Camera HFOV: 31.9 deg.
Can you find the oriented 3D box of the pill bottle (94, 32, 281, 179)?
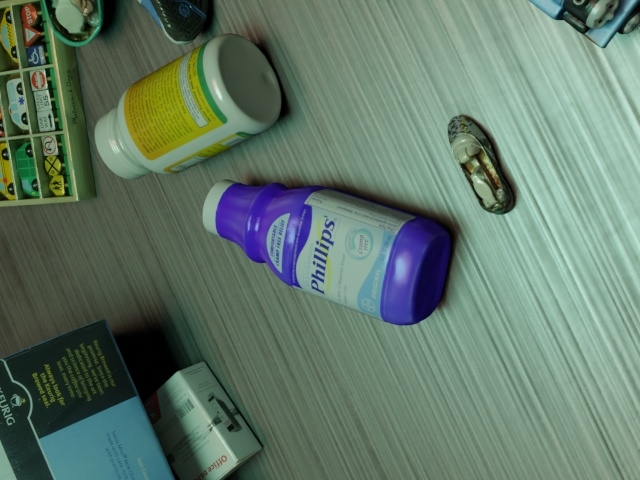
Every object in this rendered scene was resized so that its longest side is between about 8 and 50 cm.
[{"bbox_3d":[-0.158,-0.145,1.287,0.208,0.117,0.118,-22,87,34],"label":"pill bottle"}]

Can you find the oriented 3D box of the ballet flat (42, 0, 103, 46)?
[{"bbox_3d":[-0.294,-0.324,1.295,0.247,0.083,0.087,87,169,-51],"label":"ballet flat"}]

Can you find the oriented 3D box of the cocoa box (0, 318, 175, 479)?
[{"bbox_3d":[-0.308,0.304,1.360,0.347,0.228,0.231,66,159,4],"label":"cocoa box"}]

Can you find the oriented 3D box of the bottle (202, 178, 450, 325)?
[{"bbox_3d":[0.000,0.000,1.231,0.282,0.092,0.118,20,111,28],"label":"bottle"}]

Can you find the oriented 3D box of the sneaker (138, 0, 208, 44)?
[{"bbox_3d":[-0.200,-0.318,1.313,0.081,0.080,0.211,-36,76,49],"label":"sneaker"}]

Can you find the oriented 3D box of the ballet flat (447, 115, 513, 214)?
[{"bbox_3d":[0.160,-0.077,1.147,0.041,0.041,0.114,-33,82,32],"label":"ballet flat"}]

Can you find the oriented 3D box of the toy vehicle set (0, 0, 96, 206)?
[{"bbox_3d":[-0.385,-0.180,1.470,0.166,0.035,0.267,-3,98,32],"label":"toy vehicle set"}]

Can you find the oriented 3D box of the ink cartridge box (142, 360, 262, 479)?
[{"bbox_3d":[-0.151,0.236,1.394,0.099,0.056,0.135,-43,76,31],"label":"ink cartridge box"}]

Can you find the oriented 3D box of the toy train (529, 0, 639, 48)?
[{"bbox_3d":[0.214,-0.252,1.039,0.184,0.105,0.080,43,119,18],"label":"toy train"}]
